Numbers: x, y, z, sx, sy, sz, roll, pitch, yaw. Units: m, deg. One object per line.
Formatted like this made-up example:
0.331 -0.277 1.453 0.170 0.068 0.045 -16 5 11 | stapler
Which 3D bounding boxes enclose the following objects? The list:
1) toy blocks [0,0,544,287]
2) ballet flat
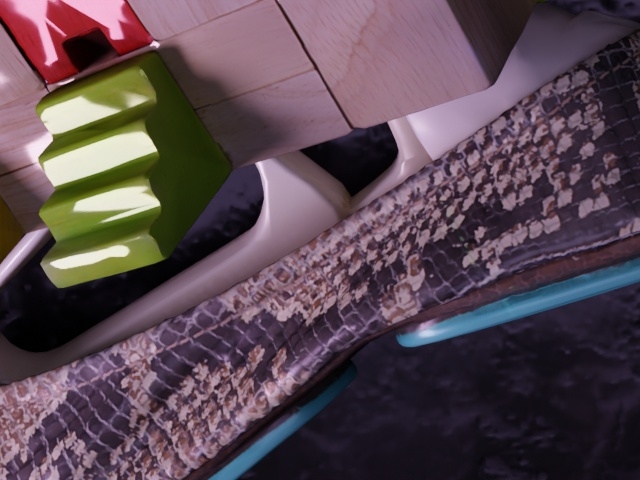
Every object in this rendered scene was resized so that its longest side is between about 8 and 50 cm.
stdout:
-0.111 -0.141 0.441 0.381 0.191 0.261 -14 119 35 | toy blocks
0.000 0.000 0.570 0.483 0.164 0.182 -29 90 12 | ballet flat
